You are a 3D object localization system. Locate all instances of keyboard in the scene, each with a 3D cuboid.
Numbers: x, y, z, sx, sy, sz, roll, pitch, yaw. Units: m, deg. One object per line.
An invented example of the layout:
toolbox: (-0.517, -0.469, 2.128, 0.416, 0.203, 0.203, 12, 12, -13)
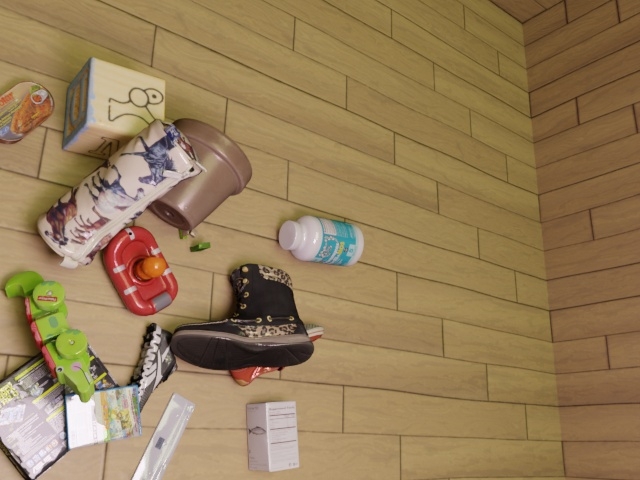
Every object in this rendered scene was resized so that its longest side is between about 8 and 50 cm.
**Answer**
keyboard: (-0.399, 0.517, 1.572, 0.072, 0.014, 0.256, 36, 56, -21)

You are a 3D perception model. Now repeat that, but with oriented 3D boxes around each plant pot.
plant pot: (-0.349, -0.157, 1.672, 0.263, 0.263, 0.229, 40, 64, -24)

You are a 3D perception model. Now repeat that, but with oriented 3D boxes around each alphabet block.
alphabet block: (-0.530, -0.325, 1.599, 0.197, 0.193, 0.193, 11, 71, -38)

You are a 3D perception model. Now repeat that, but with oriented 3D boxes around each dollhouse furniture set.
dollhouse furniture set: (-0.356, -0.046, 1.748, 0.076, 0.058, 0.152, -4, 80, -41)

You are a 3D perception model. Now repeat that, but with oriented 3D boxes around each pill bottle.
pill bottle: (0.000, 0.000, 1.976, 0.263, 0.146, 0.146, 9, 71, -37)

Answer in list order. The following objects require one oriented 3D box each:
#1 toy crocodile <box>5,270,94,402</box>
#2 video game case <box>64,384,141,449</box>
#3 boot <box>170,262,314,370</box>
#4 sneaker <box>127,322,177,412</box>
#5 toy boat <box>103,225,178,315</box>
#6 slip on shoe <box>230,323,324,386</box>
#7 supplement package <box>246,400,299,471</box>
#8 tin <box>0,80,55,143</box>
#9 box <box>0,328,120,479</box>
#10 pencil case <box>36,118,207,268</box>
toy crocodile: (-0.589, 0.206, 1.370, 0.105, 0.115, 0.341, -22, 67, -29)
video game case: (-0.499, 0.405, 1.431, 0.166, 0.015, 0.119, 0, 77, -36)
boot: (-0.218, 0.200, 1.695, 0.376, 0.138, 0.284, 3, 43, -17)
sneaker: (-0.415, 0.332, 1.569, 0.106, 0.078, 0.235, 27, 59, -29)
toy boat: (-0.443, 0.071, 1.576, 0.151, 0.151, 0.231, -32, 98, -42)
slip on shoe: (-0.125, 0.322, 1.800, 0.331, 0.123, 0.102, -21, 104, -38)
supplement package: (-0.134, 0.540, 1.723, 0.105, 0.105, 0.180, 7, 72, -38)
tin: (-0.741, -0.315, 1.523, 0.106, 0.040, 0.190, 51, 51, -21)
box: (-0.607, 0.367, 1.409, 0.270, 0.060, 0.216, -41, 103, -40)
pencil case: (-0.474, -0.111, 1.484, 0.410, 0.183, 0.160, -40, 136, -2)
